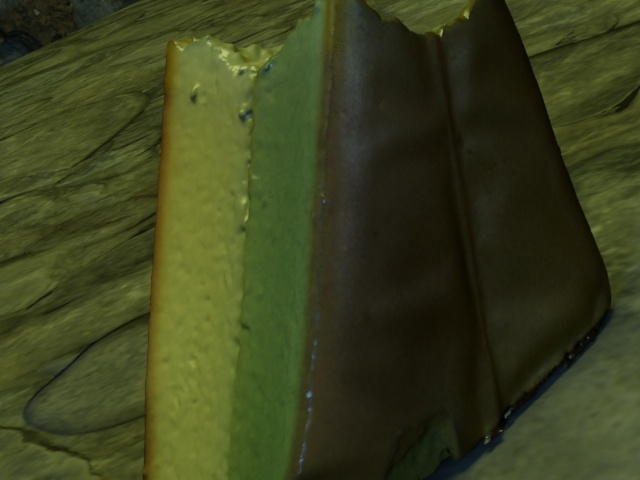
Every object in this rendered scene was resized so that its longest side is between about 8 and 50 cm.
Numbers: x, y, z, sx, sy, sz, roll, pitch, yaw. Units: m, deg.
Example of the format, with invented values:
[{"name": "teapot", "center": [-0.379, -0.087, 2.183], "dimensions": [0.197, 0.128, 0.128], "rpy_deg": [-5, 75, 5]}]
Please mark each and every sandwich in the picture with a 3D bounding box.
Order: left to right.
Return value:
[{"name": "sandwich", "center": [0.000, 0.000, 0.567], "dimensions": [0.108, 0.186, 0.220], "rpy_deg": [-8, 22, 47]}]
